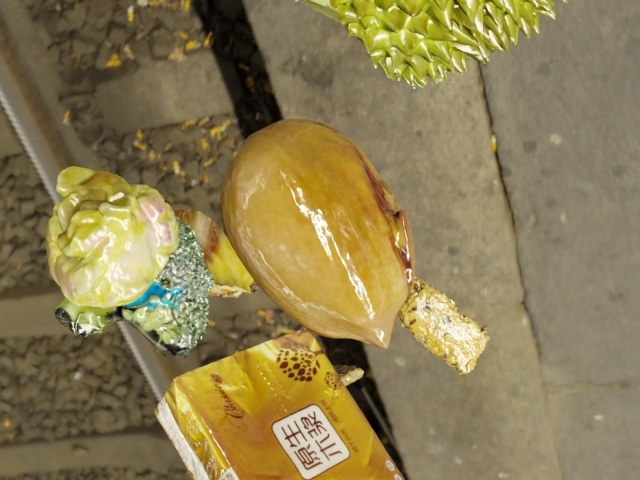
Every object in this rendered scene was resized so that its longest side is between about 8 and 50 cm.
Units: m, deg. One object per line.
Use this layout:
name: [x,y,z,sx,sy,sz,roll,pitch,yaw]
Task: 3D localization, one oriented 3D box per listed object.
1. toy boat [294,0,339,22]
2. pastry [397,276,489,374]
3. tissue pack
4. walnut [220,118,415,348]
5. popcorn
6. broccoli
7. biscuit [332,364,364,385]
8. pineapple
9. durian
toy boat: [0.092,-0.396,1.443,0.276,0.111,0.084,-20,87,7]
pastry: [0.166,0.118,1.311,0.140,0.056,0.080,35,87,0]
tissue pack: [-0.030,0.214,0.920,0.226,0.183,0.092,55,135,19]
walnut: [0.000,0.000,1.132,0.203,0.203,0.298,-26,92,25]
popcorn: [-0.159,0.000,0.700,0.096,0.109,0.089,-12,145,23]
broccoli: [-0.185,0.040,0.922,0.160,0.154,0.167,-38,114,0]
biscuit: [-0.047,0.231,1.447,0.131,0.230,0.025,-7,99,41]
pineapple: [-0.202,0.016,1.421,0.236,0.115,0.186,9,163,-3]
durian: [0.109,-0.236,0.832,0.158,0.351,0.169,-36,78,32]
